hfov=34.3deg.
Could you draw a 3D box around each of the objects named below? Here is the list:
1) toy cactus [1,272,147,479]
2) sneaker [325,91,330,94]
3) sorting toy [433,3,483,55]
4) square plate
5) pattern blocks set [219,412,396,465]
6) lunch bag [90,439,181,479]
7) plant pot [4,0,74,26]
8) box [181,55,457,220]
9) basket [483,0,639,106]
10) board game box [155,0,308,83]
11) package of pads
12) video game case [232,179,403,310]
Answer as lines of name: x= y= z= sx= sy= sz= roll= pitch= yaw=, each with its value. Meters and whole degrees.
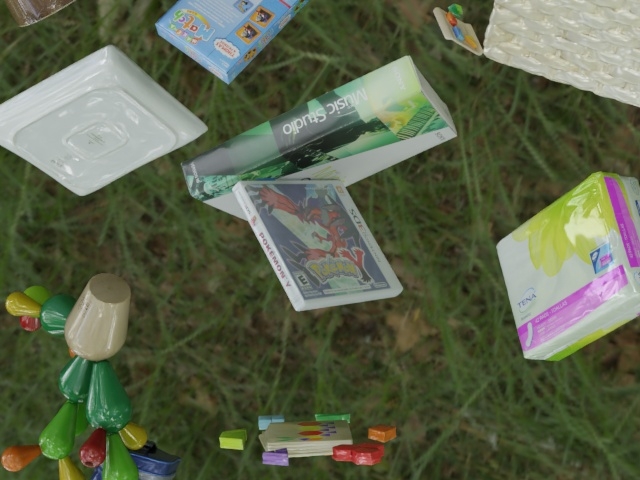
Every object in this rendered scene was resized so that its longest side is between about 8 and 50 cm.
toy cactus: x=-0.204 y=0.098 z=0.857 sx=0.112 sy=0.219 sz=0.180 roll=0 pitch=135 yaw=-29
sneaker: x=0.049 y=-0.186 z=1.526 sx=0.065 sy=0.158 sz=0.061 roll=7 pitch=109 yaw=-18
sorting toy: x=0.166 y=-0.266 z=1.266 sx=0.062 sy=0.083 sz=0.012 roll=15 pitch=134 yaw=-36
square plate: x=-0.453 y=-0.217 z=2.090 sx=0.344 sy=0.049 sz=0.347 roll=-25 pitch=148 yaw=16
pattern blocks set: x=-0.021 y=0.323 z=1.690 sx=0.285 sy=0.325 sz=0.026 roll=-2 pitch=91 yaw=6
lunch bag: x=-0.163 y=0.205 z=0.910 sx=0.067 sy=0.065 sz=0.098 roll=15 pitch=171 yaw=1
plant pot: x=-0.470 y=-0.504 z=1.678 sx=0.215 sy=0.215 sz=0.230 roll=-13 pitch=123 yaw=33
box: x=0.007 y=-0.121 z=1.374 sx=0.322 sy=0.232 sz=0.058 roll=-25 pitch=75 yaw=14
basket: x=0.411 y=-0.380 z=1.340 sx=0.331 sy=0.266 sz=0.328 roll=22 pitch=140 yaw=14
board game box: x=-0.148 y=-0.385 z=1.753 sx=0.160 sy=0.211 sz=0.039 roll=37 pitch=162 yaw=14
package of pads: x=0.422 y=0.043 z=1.712 sx=0.101 sy=0.229 sz=0.296 roll=4 pitch=152 yaw=-28
video game case: x=0.000 y=0.000 z=1.331 sx=0.023 sy=0.201 sz=0.183 roll=-43 pitch=66 yaw=34
